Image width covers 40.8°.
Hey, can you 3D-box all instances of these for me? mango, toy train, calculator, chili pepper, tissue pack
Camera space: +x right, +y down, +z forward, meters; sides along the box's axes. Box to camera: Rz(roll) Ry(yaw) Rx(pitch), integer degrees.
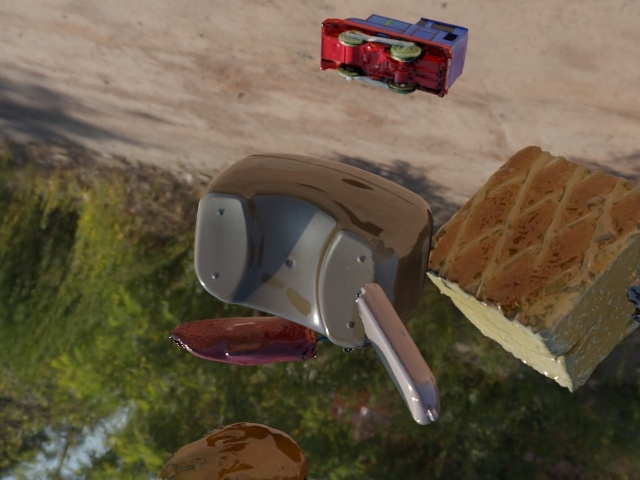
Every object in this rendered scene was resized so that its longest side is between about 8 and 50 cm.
[{"bbox_3d":[-0.117,0.320,1.169,0.156,0.151,0.249,35,-161,34],"label":"mango"},{"bbox_3d":[0.110,-0.284,1.294,0.204,0.131,0.082,20,133,20],"label":"toy train"},{"bbox_3d":[0.085,0.125,0.943,0.175,0.032,0.100,60,172,36],"label":"calculator"},{"bbox_3d":[-0.122,0.205,1.803,0.388,0.110,0.110,-3,171,-1],"label":"chili pepper"},{"bbox_3d":[0.000,0.000,1.485,0.387,0.267,0.277,17,-150,21],"label":"tissue pack"}]

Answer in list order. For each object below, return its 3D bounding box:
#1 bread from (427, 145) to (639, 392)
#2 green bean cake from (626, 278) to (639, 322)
[{"bbox_3d":[0.459,0.046,1.739,0.371,0.390,0.279,31,160,48],"label":"bread"},{"bbox_3d":[0.424,0.109,0.865,0.199,0.232,0.097,-25,-160,-18],"label":"green bean cake"}]
